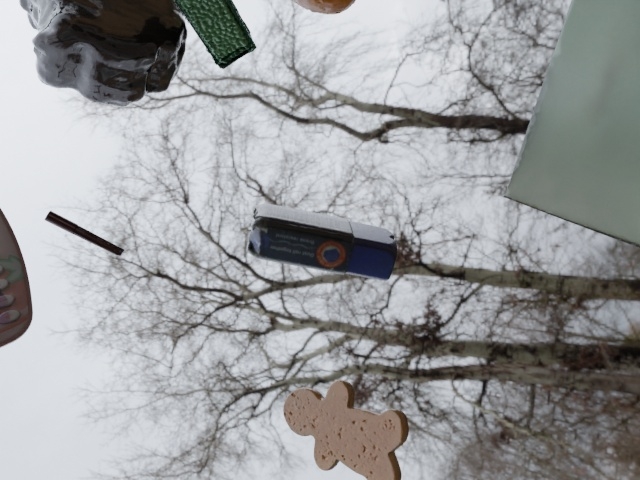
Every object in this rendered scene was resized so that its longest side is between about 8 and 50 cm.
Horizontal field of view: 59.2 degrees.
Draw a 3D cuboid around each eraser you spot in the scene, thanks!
[{"bbox_3d":[0.000,0.000,1.287,0.155,0.333,0.101,-97,20,-70],"label":"eraser"}]

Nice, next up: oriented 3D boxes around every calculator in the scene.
[{"bbox_3d":[-0.574,0.052,0.859,0.220,0.048,0.329,-20,-113,-27],"label":"calculator"}]

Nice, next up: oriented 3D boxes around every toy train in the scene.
[{"bbox_3d":[-0.247,-0.503,1.214,0.269,0.115,0.154,54,-168,-57],"label":"toy train"}]

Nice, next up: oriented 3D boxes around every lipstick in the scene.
[{"bbox_3d":[-0.522,-0.012,1.252,0.177,0.027,0.027,30,-118,-15],"label":"lipstick"}]

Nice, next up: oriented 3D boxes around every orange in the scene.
[{"bbox_3d":[0.006,-0.620,1.305,0.193,0.194,0.161,-51,-17,-41],"label":"orange"}]

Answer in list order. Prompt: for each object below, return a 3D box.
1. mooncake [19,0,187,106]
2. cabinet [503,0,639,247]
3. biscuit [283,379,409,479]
[{"bbox_3d":[-0.478,-0.473,1.239,0.351,0.212,0.380,3,-126,-28],"label":"mooncake"},{"bbox_3d":[0.284,-0.122,0.507,0.145,0.150,0.205,-30,-42,-52],"label":"cabinet"},{"bbox_3d":[0.040,0.332,1.001,0.036,0.250,0.165,10,-88,-56],"label":"biscuit"}]
